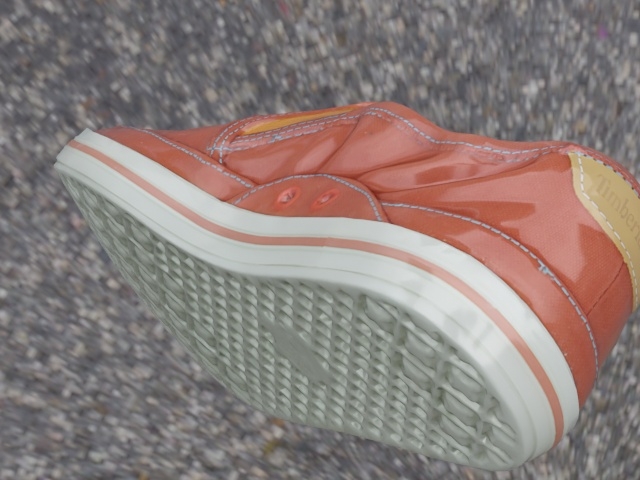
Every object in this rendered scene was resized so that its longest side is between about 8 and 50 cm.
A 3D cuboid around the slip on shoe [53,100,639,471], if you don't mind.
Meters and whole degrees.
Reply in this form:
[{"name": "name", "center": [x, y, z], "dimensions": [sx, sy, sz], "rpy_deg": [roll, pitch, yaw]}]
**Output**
[{"name": "slip on shoe", "center": [0.000, 0.000, 0.668], "dimensions": [0.101, 0.331, 0.123], "rpy_deg": [-43, 116, -21]}]
